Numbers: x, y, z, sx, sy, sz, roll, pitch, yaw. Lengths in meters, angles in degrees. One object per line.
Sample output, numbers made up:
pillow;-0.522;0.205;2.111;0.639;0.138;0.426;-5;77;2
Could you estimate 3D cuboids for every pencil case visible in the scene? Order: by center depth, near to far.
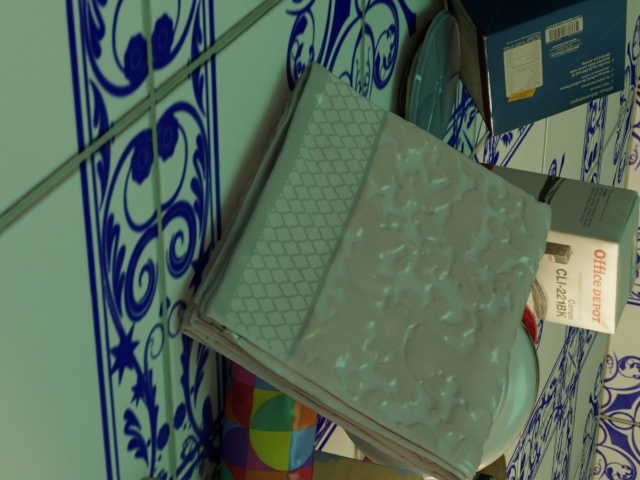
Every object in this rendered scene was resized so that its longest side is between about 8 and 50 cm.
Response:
pencil case;-0.053;0.167;1.467;0.104;0.104;0.236;-19;119;-68

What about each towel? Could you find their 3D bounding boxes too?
towel;0.062;0.025;1.442;0.053;0.317;0.331;-38;-155;55

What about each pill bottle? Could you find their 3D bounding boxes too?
pill bottle;0.134;0.155;1.711;0.408;0.229;0.229;27;75;-79

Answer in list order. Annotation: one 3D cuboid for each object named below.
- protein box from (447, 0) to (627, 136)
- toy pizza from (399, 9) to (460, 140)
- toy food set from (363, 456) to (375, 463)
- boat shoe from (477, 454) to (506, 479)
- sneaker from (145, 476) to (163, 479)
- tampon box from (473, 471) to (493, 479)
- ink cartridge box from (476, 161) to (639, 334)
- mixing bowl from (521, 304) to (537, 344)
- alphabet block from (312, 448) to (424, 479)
protein box;0.286;-0.276;1.969;0.201;0.200;0.136;76;-7;-54
toy pizza;0.136;-0.195;1.904;0.201;0.032;0.201;12;90;-73
toy food set;0.098;0.219;1.981;0.232;0.104;0.111;-63;177;9
boat shoe;0.226;0.464;2.462;0.089;0.105;0.285;-9;-120;70
sneaker;-0.085;0.358;1.370;0.108;0.169;0.292;-58;153;-50
tampon box;0.192;0.428;2.308;0.161;0.101;0.120;-18;117;-68
ink cartridge box;0.309;0.009;2.141;0.197;0.273;0.114;81;27;-45
mixing bowl;0.209;0.115;2.123;0.098;0.181;0.181;-101;-172;-58
alphabet block;-0.001;0.357;1.581;0.193;0.192;0.197;79;27;-44
